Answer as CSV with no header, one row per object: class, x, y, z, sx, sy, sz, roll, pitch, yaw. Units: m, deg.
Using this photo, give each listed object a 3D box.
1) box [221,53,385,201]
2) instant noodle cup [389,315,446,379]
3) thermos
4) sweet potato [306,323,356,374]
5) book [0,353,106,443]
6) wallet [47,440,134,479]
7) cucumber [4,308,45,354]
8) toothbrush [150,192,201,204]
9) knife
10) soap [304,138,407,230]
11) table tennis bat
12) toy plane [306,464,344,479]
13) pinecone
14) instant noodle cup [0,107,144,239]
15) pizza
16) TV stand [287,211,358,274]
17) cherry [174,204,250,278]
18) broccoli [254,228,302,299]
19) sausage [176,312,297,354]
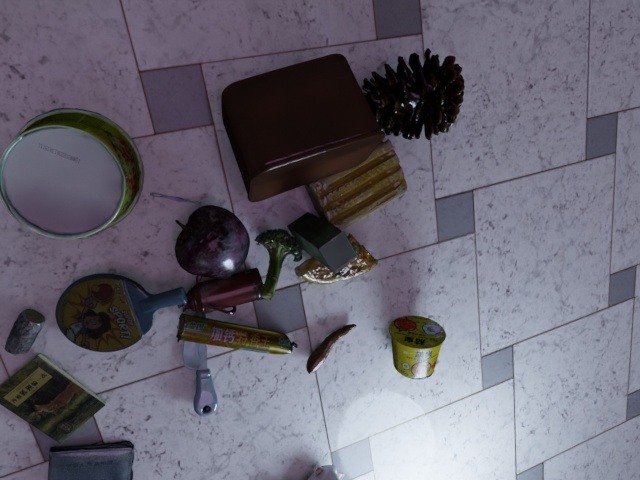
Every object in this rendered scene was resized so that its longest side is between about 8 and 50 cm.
box,-0.056,-0.275,1.127,0.339,0.239,0.230,-22,85,-14
instant noodle cup,0.314,0.357,1.510,0.182,0.182,0.145,-10,117,-18
thermos,-0.278,0.142,1.259,0.231,0.099,0.124,-12,112,-18
sweet potato,0.028,0.335,1.458,0.214,0.050,0.050,-46,115,-11
book,-0.715,0.421,1.208,0.160,0.024,0.228,-40,115,-4
wallet,-0.645,0.652,1.289,0.221,0.036,0.168,6,102,-22
cucumber,-0.734,0.229,1.129,0.064,0.064,0.112,30,95,-25
toothbrush,-0.379,-0.109,1.201,0.131,0.013,0.011,10,90,-22
knife,-0.355,0.354,1.324,0.079,0.044,0.332,-8,101,-16
soap,0.107,-0.162,1.331,0.274,0.089,0.174,-30,110,-11
table tennis bat,-0.512,0.178,1.178,0.328,0.044,0.215,-12,106,-3
toy plane,-0.016,0.870,1.545,0.251,0.118,0.253,-5,107,-17
pinecone,0.241,-0.386,1.246,0.291,0.246,0.247,-11,108,-6
instant noodle cup,-0.552,-0.136,1.014,0.310,0.221,0.312,-5,106,-19
pizza,0.067,0.062,1.344,0.291,0.058,0.197,-3,139,-30
TV stand,0.000,0.000,1.232,0.082,0.269,0.088,-35,113,-9
cherry,-0.275,0.006,1.185,0.194,0.195,0.195,-5,106,-19
broccoli,-0.125,0.062,1.250,0.122,0.118,0.204,46,46,-54
sausage,-0.227,0.282,1.319,0.371,0.082,0.082,17,98,-28
